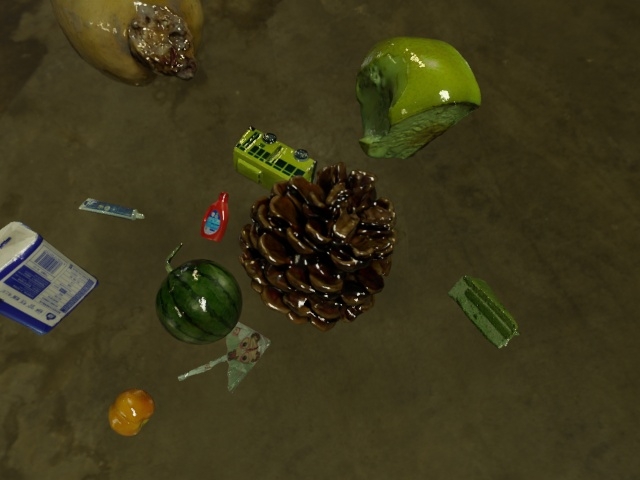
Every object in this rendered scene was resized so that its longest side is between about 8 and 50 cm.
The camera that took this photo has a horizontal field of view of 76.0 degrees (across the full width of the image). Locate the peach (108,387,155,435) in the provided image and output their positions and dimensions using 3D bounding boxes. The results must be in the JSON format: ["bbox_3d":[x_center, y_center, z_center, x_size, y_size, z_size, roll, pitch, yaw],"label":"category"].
[{"bbox_3d":[-0.601,0.540,1.301,0.137,0.138,0.138,-2,61,4],"label":"peach"}]

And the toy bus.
[{"bbox_3d":[-0.155,-0.244,1.333,0.261,0.128,0.150,29,60,9],"label":"toy bus"}]

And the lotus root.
[{"bbox_3d":[-0.240,-0.291,0.512,0.169,0.152,0.343,-31,52,-9],"label":"lotus root"}]

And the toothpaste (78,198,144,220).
[{"bbox_3d":[-0.637,-0.093,1.259,0.196,0.035,0.057,12,42,2],"label":"toothpaste"}]

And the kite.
[{"bbox_3d":[-0.233,0.290,1.026,0.249,0.230,0.012,-16,25,-34],"label":"kite"}]

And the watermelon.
[{"bbox_3d":[-0.278,0.128,0.913,0.214,0.188,0.188,44,70,-11],"label":"watermelon"}]

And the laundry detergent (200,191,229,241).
[{"bbox_3d":[-0.346,-0.083,1.369,0.097,0.049,0.166,17,91,25],"label":"laundry detergent"}]

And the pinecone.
[{"bbox_3d":[0.003,0.013,0.619,0.243,0.257,0.244,10,72,-34],"label":"pinecone"}]

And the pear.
[{"bbox_3d":[0.188,-0.361,0.956,0.176,0.286,0.282,0,73,-29],"label":"pear"}]

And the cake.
[{"bbox_3d":[0.481,0.207,1.228,0.099,0.100,0.235,21,27,-22],"label":"cake"}]

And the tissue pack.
[{"bbox_3d":[-0.752,0.101,1.062,0.137,0.270,0.209,31,69,24],"label":"tissue pack"}]
